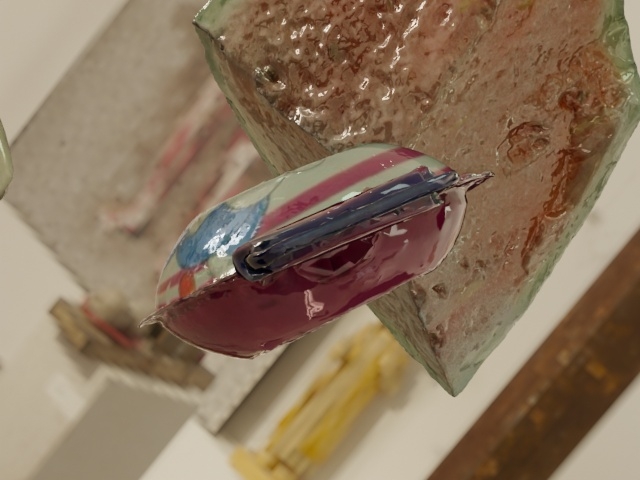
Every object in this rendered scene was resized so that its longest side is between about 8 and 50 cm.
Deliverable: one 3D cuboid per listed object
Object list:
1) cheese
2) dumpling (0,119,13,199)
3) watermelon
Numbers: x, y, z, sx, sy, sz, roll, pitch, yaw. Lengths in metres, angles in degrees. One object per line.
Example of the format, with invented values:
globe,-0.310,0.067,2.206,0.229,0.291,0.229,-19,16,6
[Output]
cheese,0.000,0.000,0.700,0.244,0.155,0.062,133,-67,-84
dumpling,-0.172,-0.084,0.576,0.199,0.118,0.136,51,17,-8
watermelon,0.066,-0.084,1.005,0.256,0.260,0.176,39,2,-9
